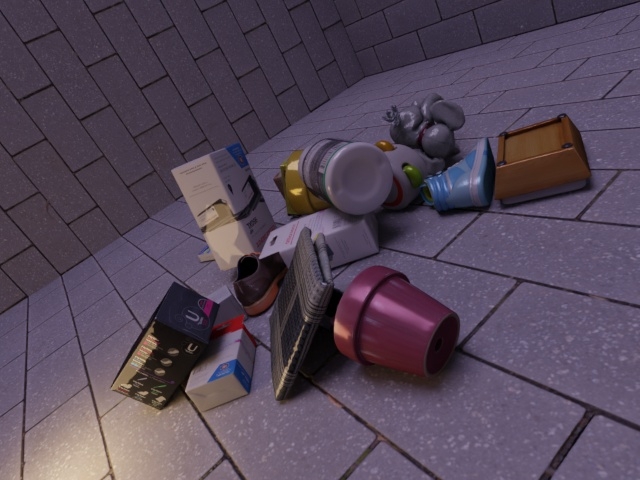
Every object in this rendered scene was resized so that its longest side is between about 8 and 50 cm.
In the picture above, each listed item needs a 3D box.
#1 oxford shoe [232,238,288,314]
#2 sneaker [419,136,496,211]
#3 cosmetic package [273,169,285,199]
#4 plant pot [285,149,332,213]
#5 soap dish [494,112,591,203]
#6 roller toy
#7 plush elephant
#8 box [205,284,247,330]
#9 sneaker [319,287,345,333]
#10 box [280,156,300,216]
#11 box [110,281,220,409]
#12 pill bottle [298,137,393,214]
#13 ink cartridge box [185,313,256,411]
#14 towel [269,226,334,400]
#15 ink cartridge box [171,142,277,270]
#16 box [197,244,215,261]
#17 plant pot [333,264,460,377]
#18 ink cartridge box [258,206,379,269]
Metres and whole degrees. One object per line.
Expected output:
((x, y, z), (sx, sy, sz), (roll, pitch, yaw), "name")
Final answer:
((-0.185, 0.076, 1.443), (0.130, 0.132, 0.363), (-23, 24, 18), "oxford shoe")
((0.416, -0.203, 1.366), (0.208, 0.127, 0.319), (-10, 29, 32), "sneaker")
((-0.037, -0.278, 1.963), (0.296, 0.153, 0.129), (-15, 29, 31), "cosmetic package")
((0.024, -0.228, 1.712), (0.239, 0.254, 0.254), (0, 34, 22), "plant pot")
((0.597, -0.230, 1.232), (0.229, 0.118, 0.291), (-13, 27, 31), "soap dish")
((0.247, -0.213, 1.476), (0.209, 0.191, 0.146), (34, 57, 22), "roller toy")
((0.397, -0.382, 1.622), (0.330, 0.255, 0.272), (-8, -47, -56), "plush elephant")
((-0.292, 0.209, 1.339), (0.102, 0.101, 0.087), (-33, 25, -10), "box")
((0.015, 0.150, 1.092), (0.112, 0.131, 0.319), (-39, 26, -22), "sneaker")
((-0.110, -0.215, 1.813), (0.058, 0.232, 0.087), (6, 35, 17), "box")
((-0.393, 0.270, 1.146), (0.270, 0.143, 0.165), (-53, 17, 22), "box")
((0.058, -0.211, 1.383), (0.204, 0.204, 0.361), (-32, 22, -7), "pill bottle")
((-0.242, 0.301, 1.134), (0.134, 0.078, 0.231), (-24, 25, 10), "ink cartridge box")
((-0.050, 0.155, 1.049), (0.324, 0.056, 0.312), (-109, 37, -65), "towel")
((-0.331, -0.131, 1.647), (0.166, 0.395, 0.285), (-18, 16, 17), "ink cartridge box")
((-0.439, 0.038, 1.902), (0.178, 0.042, 0.109), (-10, 30, 34), "box")
((0.156, 0.167, 0.862), (0.180, 0.201, 0.201), (20, 51, 39), "plant pot")
((0.000, 0.000, 1.413), (0.353, 0.119, 0.207), (-20, 24, 17), "ink cartridge box")
